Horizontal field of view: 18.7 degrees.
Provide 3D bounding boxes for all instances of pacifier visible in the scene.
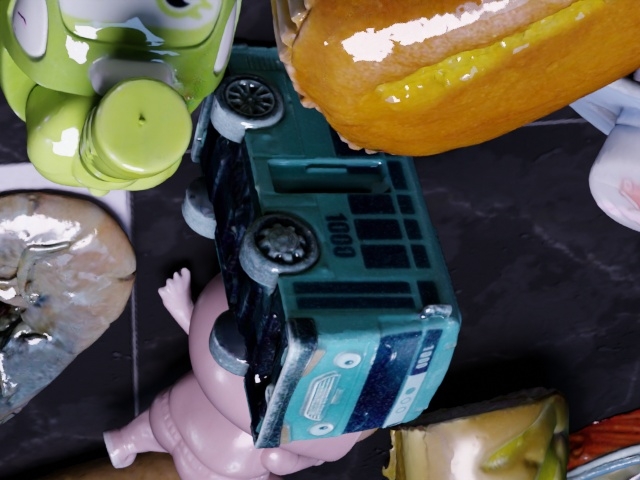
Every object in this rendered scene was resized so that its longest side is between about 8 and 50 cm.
[{"bbox_3d":[0.296,-0.090,1.285,0.238,0.287,0.226,28,91,-31],"label":"pacifier"}]

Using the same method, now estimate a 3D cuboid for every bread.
[{"bbox_3d":[0.108,-0.166,1.164,0.288,0.156,0.204,-24,143,13],"label":"bread"},{"bbox_3d":[0.141,0.212,1.642,0.158,0.156,0.260,-11,178,-4],"label":"bread"}]

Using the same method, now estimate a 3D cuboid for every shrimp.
[{"bbox_3d":[-0.262,0.066,1.437,0.178,0.075,0.289,26,130,-28],"label":"shrimp"}]

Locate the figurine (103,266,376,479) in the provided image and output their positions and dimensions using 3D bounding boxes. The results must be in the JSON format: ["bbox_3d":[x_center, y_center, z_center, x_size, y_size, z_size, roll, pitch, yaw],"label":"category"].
[{"bbox_3d":[-0.042,0.113,1.488,0.186,0.176,0.287,-3,139,-40],"label":"figurine"}]

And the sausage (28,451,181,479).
[{"bbox_3d":[-0.270,0.273,1.653,0.501,0.123,0.136,-18,171,9],"label":"sausage"}]

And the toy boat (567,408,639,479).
[{"bbox_3d":[0.266,0.251,1.749,0.332,0.133,0.145,-27,139,19],"label":"toy boat"}]

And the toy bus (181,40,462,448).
[{"bbox_3d":[0.000,0.000,1.266,0.147,0.256,0.128,-1,142,-17],"label":"toy bus"}]

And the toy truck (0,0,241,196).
[{"bbox_3d":[-0.122,-0.106,1.157,0.148,0.210,0.187,4,158,-19],"label":"toy truck"}]
